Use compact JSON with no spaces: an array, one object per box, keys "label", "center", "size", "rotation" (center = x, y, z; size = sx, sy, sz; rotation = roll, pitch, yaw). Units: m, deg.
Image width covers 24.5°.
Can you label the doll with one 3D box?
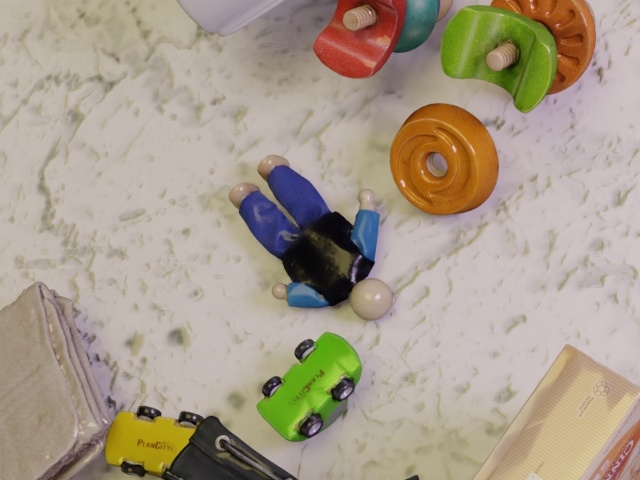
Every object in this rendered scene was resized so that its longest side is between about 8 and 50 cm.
[{"label":"doll","center":[0.000,0.000,1.324],"size":[0.129,0.046,0.189],"rotation":[-43,60,3]}]

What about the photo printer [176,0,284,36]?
[{"label":"photo printer","center":[0.005,-0.344,1.349],"size":[0.307,0.107,0.256],"rotation":[-30,31,20]}]

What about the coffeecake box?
[{"label":"coffeecake box","center":[0.189,0.175,1.097],"size":[0.068,0.185,0.142],"rotation":[33,85,29]}]

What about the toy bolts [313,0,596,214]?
[{"label":"toy bolts","center":[0.118,-0.160,1.319],"size":[0.228,0.158,0.218],"rotation":[33,125,19]}]

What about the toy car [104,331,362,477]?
[{"label":"toy car","center":[-0.045,0.177,1.268],"size":[0.225,0.053,0.239],"rotation":[-47,61,-1]}]

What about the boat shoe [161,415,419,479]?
[{"label":"boat shoe","center":[0.038,0.229,1.145],"size":[0.340,0.127,0.113],"rotation":[19,76,13]}]

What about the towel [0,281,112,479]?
[{"label":"towel","center":[-0.319,0.183,1.360],"size":[0.282,0.049,0.187],"rotation":[-36,54,16]}]
